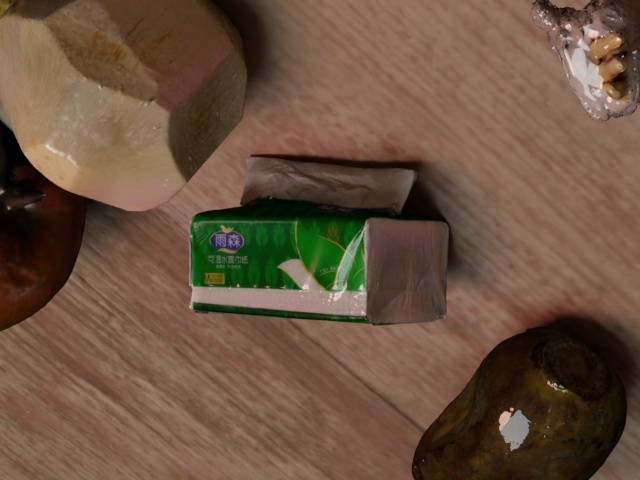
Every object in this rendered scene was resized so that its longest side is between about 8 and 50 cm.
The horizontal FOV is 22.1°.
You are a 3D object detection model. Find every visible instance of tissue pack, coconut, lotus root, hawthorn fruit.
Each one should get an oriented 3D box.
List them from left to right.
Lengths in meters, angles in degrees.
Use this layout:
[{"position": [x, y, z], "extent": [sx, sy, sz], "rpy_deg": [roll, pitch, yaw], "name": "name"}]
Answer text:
[{"position": [-0.373, -0.025, 1.716], "extent": [0.301, 0.267, 0.267], "rpy_deg": [-5, 129, 37], "name": "hawthorn fruit"}, {"position": [-0.189, -0.136, 1.471], "extent": [0.237, 0.237, 0.197], "rpy_deg": [40, 143, -8], "name": "coconut"}, {"position": [-0.002, -0.001, 1.563], "extent": [0.209, 0.148, 0.156], "rpy_deg": [3, 94, 35], "name": "tissue pack"}, {"position": [0.197, 0.191, 1.609], "extent": [0.152, 0.160, 0.275], "rpy_deg": [41, 144, 8], "name": "lotus root"}]

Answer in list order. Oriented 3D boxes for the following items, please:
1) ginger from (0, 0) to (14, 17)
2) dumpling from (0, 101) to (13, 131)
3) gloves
[{"position": [-0.376, -0.281, 1.502], "extent": [0.190, 0.126, 0.354], "rpy_deg": [-2, 112, 53], "name": "ginger"}, {"position": [-0.264, -0.125, 1.636], "extent": [0.219, 0.108, 0.153], "rpy_deg": [46, 141, -9], "name": "dumpling"}, {"position": [0.225, -0.150, 1.218], "extent": [0.094, 0.144, 0.110], "rpy_deg": [-33, 87, 52], "name": "gloves"}]
